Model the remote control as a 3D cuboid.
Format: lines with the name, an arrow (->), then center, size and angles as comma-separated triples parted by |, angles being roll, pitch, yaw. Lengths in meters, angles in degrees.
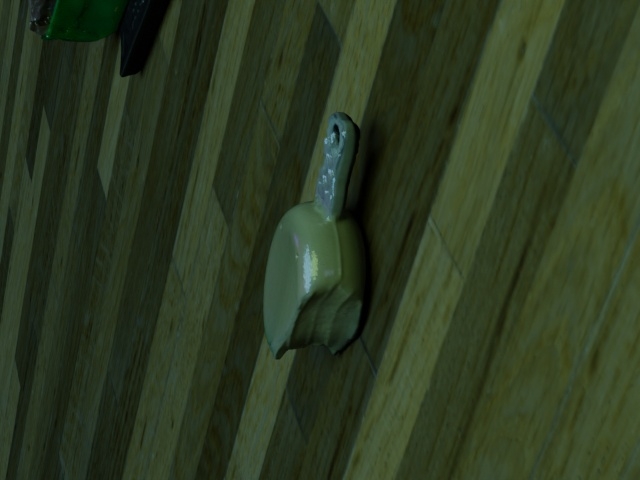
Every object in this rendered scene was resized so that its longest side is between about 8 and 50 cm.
remote control -> -0.155, -0.240, 1.531 | 0.245, 0.025, 0.063 | 125, 143, -57

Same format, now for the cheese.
cheese -> 0.002, 0.005, 1.057 | 0.092, 0.047, 0.171 | -109, 29, -41

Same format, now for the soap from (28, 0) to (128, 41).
soap -> -0.253, -0.364, 1.699 | 0.218, 0.098, 0.273 | 122, 143, -55
